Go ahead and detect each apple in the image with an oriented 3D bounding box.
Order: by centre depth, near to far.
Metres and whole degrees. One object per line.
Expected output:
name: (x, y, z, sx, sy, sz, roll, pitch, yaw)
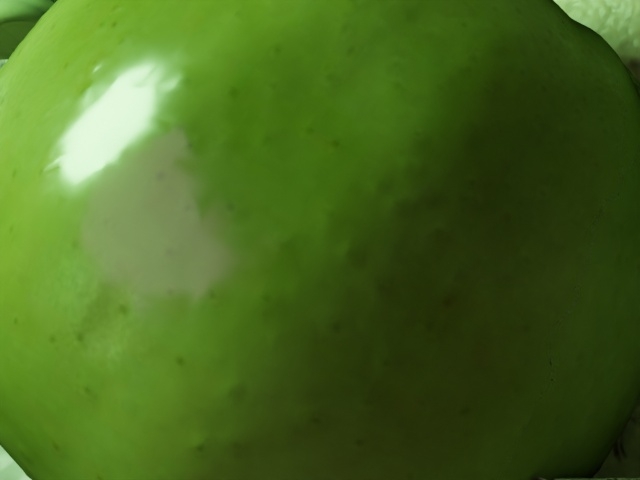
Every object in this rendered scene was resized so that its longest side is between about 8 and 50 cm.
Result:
apple: (0.000, 0.000, 0.715, 0.357, 0.357, 0.357, -6, 81, 45)

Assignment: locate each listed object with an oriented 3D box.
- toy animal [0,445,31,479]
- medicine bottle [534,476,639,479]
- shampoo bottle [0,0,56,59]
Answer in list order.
toy animal: (-0.177, 0.058, 1.017, 0.258, 0.194, 0.357, 1, 103, 22)
medicine bottle: (0.130, 0.203, 0.676, 0.052, 0.171, 0.201, 37, 112, 44)
shampoo bottle: (-0.262, -0.231, 1.184, 0.079, 0.079, 0.162, -33, 64, 38)
